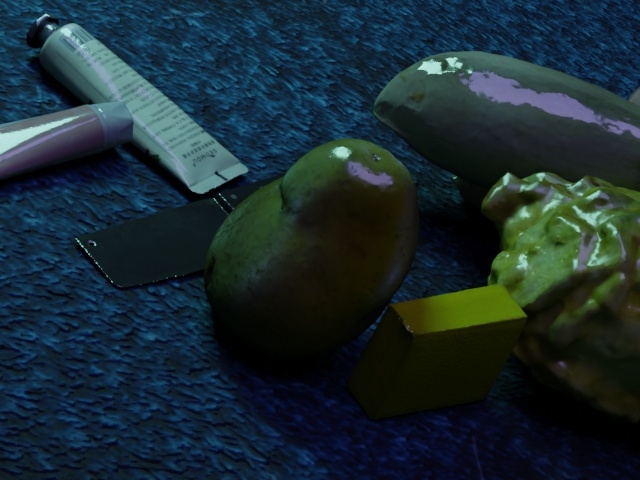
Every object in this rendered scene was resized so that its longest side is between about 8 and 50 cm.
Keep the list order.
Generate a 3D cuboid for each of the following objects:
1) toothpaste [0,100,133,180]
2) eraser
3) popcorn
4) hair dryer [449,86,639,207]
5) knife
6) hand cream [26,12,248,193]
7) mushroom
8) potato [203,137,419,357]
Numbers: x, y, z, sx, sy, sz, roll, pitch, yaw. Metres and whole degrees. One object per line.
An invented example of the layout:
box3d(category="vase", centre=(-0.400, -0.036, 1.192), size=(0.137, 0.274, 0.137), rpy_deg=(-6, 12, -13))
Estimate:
box3d(category="toothpaste", centre=(-0.247, -0.079, 1.393), size=(0.194, 0.043, 0.067), rpy_deg=(-18, 55, -37))
box3d(category="eraser", centre=(0.093, 0.089, 1.321), size=(0.122, 0.097, 0.045), rpy_deg=(-7, 46, -35))
box3d(category="popcorn", centre=(0.253, 0.032, 1.409), size=(0.266, 0.192, 0.233), rpy_deg=(42, 37, 17))
box3d(category="hair dryer", centre=(0.286, -0.075, 1.651), size=(0.353, 0.125, 0.210), rpy_deg=(1, 39, -20))
box3d(category="knife", centre=(-0.094, -0.008, 1.410), size=(0.245, 0.019, 0.072), rpy_deg=(-20, 58, -42))
box3d(category="hand cream", centre=(-0.170, -0.123, 1.494), size=(0.234, 0.050, 0.080), rpy_deg=(40, 37, 14))
box3d(category="mushroom", centre=(0.223, -0.093, 1.512), size=(0.350, 0.128, 0.128), rpy_deg=(13, 34, 6))
box3d(category="potato", centre=(0.000, 0.000, 1.302), size=(0.157, 0.194, 0.157), rpy_deg=(20, 37, -16))
